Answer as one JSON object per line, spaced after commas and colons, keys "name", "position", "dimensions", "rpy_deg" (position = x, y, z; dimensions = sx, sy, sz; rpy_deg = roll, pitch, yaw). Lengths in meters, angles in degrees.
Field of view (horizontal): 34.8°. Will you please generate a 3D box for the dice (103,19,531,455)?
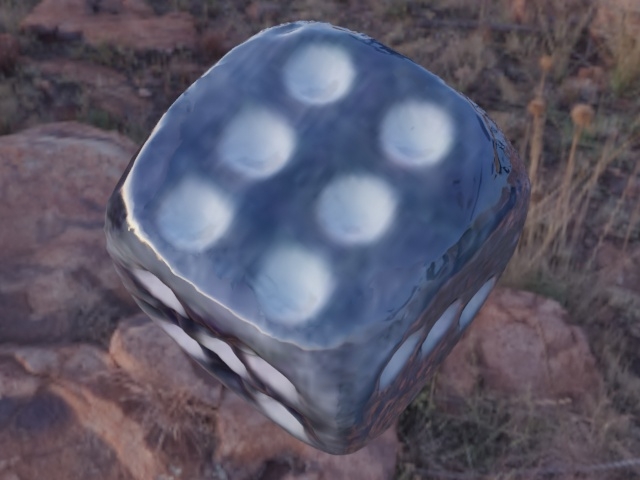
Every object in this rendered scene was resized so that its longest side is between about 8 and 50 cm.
{"name": "dice", "position": [0.000, 0.000, 0.588], "dimensions": [0.181, 0.183, 0.182], "rpy_deg": [34, 71, 17]}
